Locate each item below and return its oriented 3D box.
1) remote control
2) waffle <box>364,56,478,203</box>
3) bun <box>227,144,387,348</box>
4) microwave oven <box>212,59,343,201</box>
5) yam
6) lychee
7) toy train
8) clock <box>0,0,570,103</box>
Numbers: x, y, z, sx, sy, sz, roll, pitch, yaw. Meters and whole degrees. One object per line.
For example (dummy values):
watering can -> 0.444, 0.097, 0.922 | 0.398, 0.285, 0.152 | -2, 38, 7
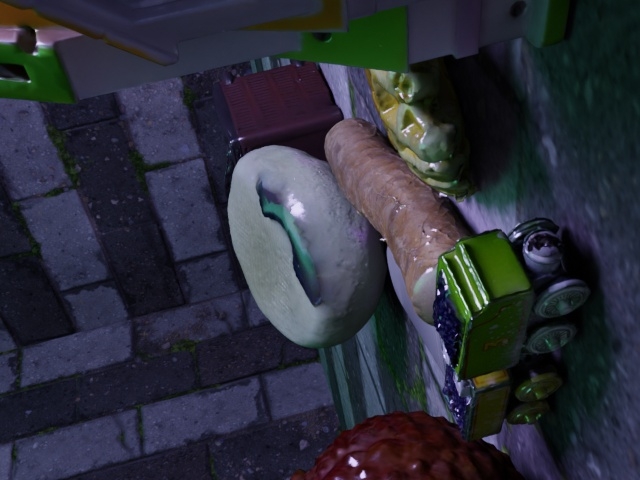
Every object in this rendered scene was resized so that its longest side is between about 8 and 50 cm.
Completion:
remote control -> 0.112, 0.074, 0.834 | 0.245, 0.022, 0.077 | -116, 10, -63
waffle -> 0.058, -0.122, 0.555 | 0.214, 0.054, 0.208 | 30, -137, -75
bun -> 0.000, 0.000, 1.086 | 0.283, 0.179, 0.283 | 45, 147, 40
microwave oven -> -0.064, -0.128, 1.240 | 0.178, 0.188, 0.247 | -109, 7, -46
yam -> 0.069, -0.029, 0.715 | 0.357, 0.081, 0.081 | -112, 9, -63
lychee -> 0.072, 0.265, 0.612 | 0.260, 0.260, 0.261 | 166, 90, -85
toy train -> 0.110, 0.064, 0.497 | 0.202, 0.081, 0.060 | 82, 171, -53
clock -> -0.056, -0.183, 0.335 | 0.235, 0.309, 0.166 | 82, 170, -50
